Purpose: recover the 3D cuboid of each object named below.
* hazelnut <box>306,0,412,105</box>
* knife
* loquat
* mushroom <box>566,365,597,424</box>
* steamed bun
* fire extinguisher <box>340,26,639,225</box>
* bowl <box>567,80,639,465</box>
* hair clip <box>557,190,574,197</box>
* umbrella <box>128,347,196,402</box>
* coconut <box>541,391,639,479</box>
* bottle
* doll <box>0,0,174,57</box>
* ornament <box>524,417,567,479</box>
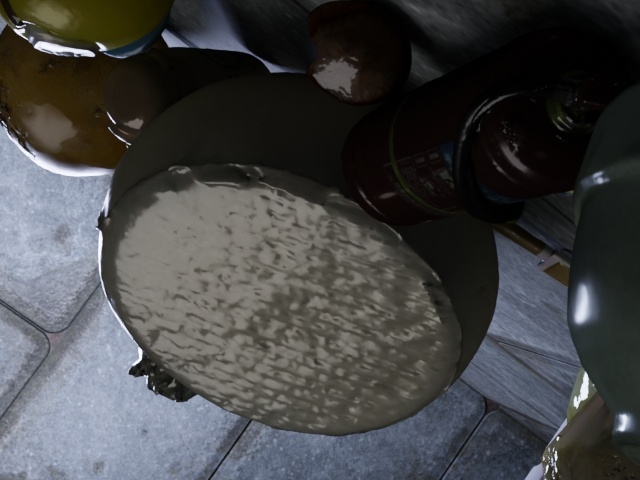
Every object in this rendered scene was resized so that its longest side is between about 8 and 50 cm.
[{"bbox_3d":[0.027,-0.140,0.926,0.086,0.086,0.086,35,174,4],"label":"hazelnut"},{"bbox_3d":[0.233,0.021,1.242,0.256,0.022,0.046,33,154,-6],"label":"knife"},{"bbox_3d":[-0.289,-0.192,1.533,0.235,0.235,0.235,35,174,4],"label":"loquat"},{"bbox_3d":[0.365,0.225,1.435,0.190,0.164,0.267,32,173,21],"label":"mushroom"},{"bbox_3d":[-0.012,-0.001,1.186,0.374,0.241,0.374,11,133,12],"label":"steamed bun"},{"bbox_3d":[0.121,-0.062,0.807,0.141,0.105,0.341,9,174,-17],"label":"fire extinguisher"},{"bbox_3d":[0.247,0.058,0.584,0.307,0.163,0.307,25,171,4],"label":"bowl"},{"bbox_3d":[0.178,-0.056,0.914,0.188,0.033,0.060,38,171,-23],"label":"hair clip"},{"bbox_3d":[-0.161,0.018,1.443,0.113,0.106,0.357,30,127,41],"label":"umbrella"},{"bbox_3d":[0.356,0.248,1.115,0.353,0.352,0.352,35,174,4],"label":"coconut"},{"bbox_3d":[-0.138,-0.141,1.272,0.097,0.110,0.209,39,-158,19],"label":"bottle"},{"bbox_3d":[-0.212,-0.231,1.122,0.199,0.145,0.363,-6,-178,-6],"label":"doll"},{"bbox_3d":[0.440,0.362,1.719,0.239,0.239,0.240,37,174,-6],"label":"ornament"}]
